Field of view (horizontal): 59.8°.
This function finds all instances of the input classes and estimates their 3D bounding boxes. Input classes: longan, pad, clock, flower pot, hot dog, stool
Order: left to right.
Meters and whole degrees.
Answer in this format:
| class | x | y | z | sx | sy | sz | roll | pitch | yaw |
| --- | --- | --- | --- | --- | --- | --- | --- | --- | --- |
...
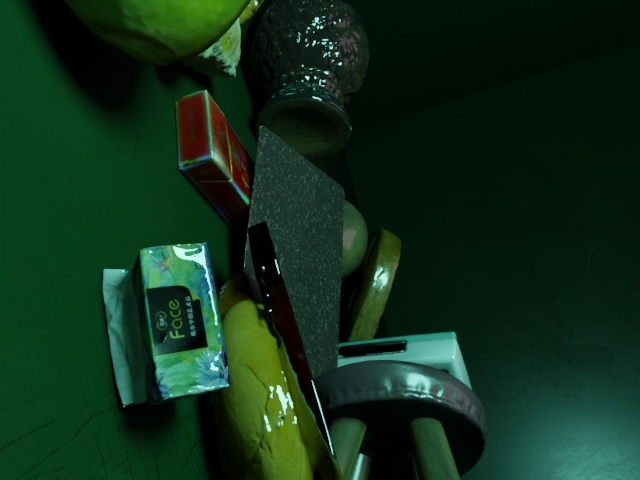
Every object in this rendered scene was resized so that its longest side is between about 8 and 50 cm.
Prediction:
| class | x | y | z | sx | sy | sz | roll | pitch | yaw |
| --- | --- | --- | --- | --- | --- | --- | --- | --- | --- |
| hot dog | -0.059 | 0.155 | 0.573 | 0.194 | 0.107 | 0.326 | 79 | -7 | -46 |
| pad | -0.031 | 0.025 | 0.791 | 0.220 | 0.004 | 0.330 | 32 | 54 | -47 |
| flower pot | -0.033 | -0.321 | 1.135 | 0.266 | 0.267 | 0.267 | 61 | 26 | -55 |
| longan | 0.000 | 0.000 | 0.979 | 0.187 | 0.167 | 0.167 | -79 | 153 | -53 |
| stool | 0.090 | 0.303 | 0.735 | 0.178 | 0.272 | 0.272 | -81 | 155 | -49 |
| clock | 0.110 | 0.270 | 0.892 | 0.116 | 0.262 | 0.231 | -76 | 150 | -52 |

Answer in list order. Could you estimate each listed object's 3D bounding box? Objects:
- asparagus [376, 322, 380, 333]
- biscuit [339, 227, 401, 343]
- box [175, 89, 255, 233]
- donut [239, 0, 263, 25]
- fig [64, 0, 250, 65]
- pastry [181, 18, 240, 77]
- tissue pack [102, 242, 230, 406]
| class | x | y | z | sx | sy | sz | roll | pitch | yaw |
| --- | --- | --- | --- | --- | --- | --- | --- | --- | --- |
| asparagus | 0.100 | 0.209 | 1.434 | 0.382 | 0.108 | 0.128 | 32 | 43 | -78 |
| biscuit | 0.063 | 0.131 | 1.079 | 0.367 | 0.063 | 0.314 | 123 | -11 | -80 |
| box | -0.129 | -0.099 | 0.742 | 0.175 | 0.048 | 0.112 | 58 | 19 | -60 |
| donut | -0.165 | -0.496 | 1.007 | 0.085 | 0.141 | 0.217 | -102 | 178 | -73 |
| fig | -0.135 | -0.315 | 0.476 | 0.258 | 0.258 | 0.326 | 5 | 85 | -81 |
| pastry | -0.161 | -0.279 | 0.737 | 0.258 | 0.089 | 0.121 | -68 | 144 | -75 |
| tissue pack | -0.122 | 0.067 | 0.429 | 0.085 | 0.079 | 0.111 | 142 | -61 | -61 |
